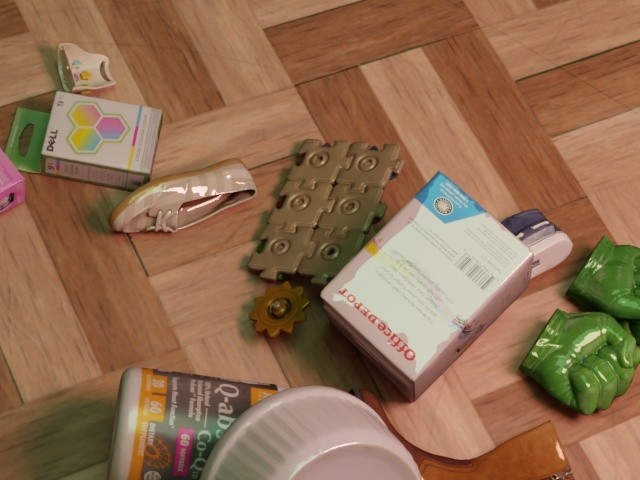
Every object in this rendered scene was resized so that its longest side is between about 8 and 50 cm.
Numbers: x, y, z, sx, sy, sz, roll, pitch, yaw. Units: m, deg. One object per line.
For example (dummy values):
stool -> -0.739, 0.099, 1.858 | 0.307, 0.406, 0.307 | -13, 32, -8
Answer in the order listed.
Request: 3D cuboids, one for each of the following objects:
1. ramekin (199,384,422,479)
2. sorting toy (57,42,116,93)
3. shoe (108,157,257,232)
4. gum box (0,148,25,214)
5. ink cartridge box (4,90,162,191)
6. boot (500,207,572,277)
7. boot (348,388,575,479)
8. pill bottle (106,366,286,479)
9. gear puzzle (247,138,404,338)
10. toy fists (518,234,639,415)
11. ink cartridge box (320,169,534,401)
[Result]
ramekin -> 0.000, 0.314, 1.702 | 0.272, 0.127, 0.273 | -7, 104, -27
sorting toy -> -0.339, -0.244, 2.138 | 0.075, 0.045, 0.083 | -9, 62, -24
shoe -> -0.188, -0.054, 2.035 | 0.219, 0.077, 0.058 | -22, 62, -24
gum box -> -0.496, -0.103, 2.010 | 0.107, 0.062, 0.188 | -33, 71, -25
ink cartridge box -> -0.335, -0.143, 2.065 | 0.209, 0.062, 0.109 | 10, 60, -5
boot -> 0.259, 0.022, 2.096 | 0.190, 0.069, 0.086 | -23, 48, -20
boot -> 0.190, 0.282, 1.907 | 0.280, 0.096, 0.264 | -16, 65, -20
pill bottle -> -0.118, 0.251, 1.823 | 0.278, 0.162, 0.162 | 7, 59, -9
gear puzzle -> 0.000, 0.000, 2.036 | 0.175, 0.044, 0.339 | 5, 55, 27
toy fists -> 0.399, 0.117, 2.043 | 0.142, 0.096, 0.279 | 33, 58, 7
ink cartridge box -> 0.140, 0.066, 1.943 | 0.232, 0.168, 0.171 | -44, 75, -9
